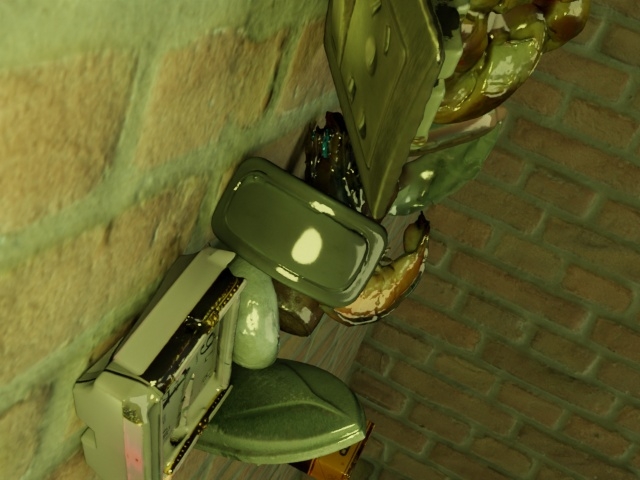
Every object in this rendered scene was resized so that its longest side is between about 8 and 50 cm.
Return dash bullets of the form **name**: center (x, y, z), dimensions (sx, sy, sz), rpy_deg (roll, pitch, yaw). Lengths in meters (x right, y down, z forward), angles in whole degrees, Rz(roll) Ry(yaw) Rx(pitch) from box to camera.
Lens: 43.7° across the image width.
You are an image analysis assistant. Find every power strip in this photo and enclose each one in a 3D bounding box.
- **power strip**: center (0.073, -0.189, 0.769), dimensions (0.257, 0.092, 0.251), rpy_deg (105, -30, -60)

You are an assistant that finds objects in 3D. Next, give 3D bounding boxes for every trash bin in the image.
- **trash bin**: center (-0.013, -0.011, 0.885), dimensions (0.101, 0.177, 0.236), rpy_deg (-62, 173, 5)

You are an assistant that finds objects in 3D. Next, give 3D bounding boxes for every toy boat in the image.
- **toy boat**: center (-0.060, 0.201, 0.927), dimensions (0.141, 0.092, 0.320), rpy_deg (-39, -159, -34)

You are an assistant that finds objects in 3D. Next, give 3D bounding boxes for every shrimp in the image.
- **shrimp**: center (0.067, -0.034, 1.076), dimensions (0.222, 0.054, 0.290), rpy_deg (-12, 97, -36)

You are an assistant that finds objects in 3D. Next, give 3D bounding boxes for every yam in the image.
- **yam**: center (0.001, 0.001, 1.140), dimensions (0.279, 0.131, 0.131), rpy_deg (-57, 168, -26)

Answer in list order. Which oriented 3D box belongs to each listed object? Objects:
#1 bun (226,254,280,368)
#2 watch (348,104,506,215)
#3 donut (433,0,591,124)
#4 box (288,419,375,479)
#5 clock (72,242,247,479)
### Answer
- **bun**: center (-0.092, 0.082, 0.925), dimensions (0.141, 0.083, 0.140), rpy_deg (175, -90, -78)
- **watch**: center (0.167, -0.149, 1.315), dimensions (0.241, 0.254, 0.161), rpy_deg (80, -7, -53)
- **donut**: center (0.223, -0.314, 1.044), dimensions (0.360, 0.170, 0.360), rpy_deg (-26, 157, -12)
- **box**: center (-0.024, 0.399, 1.658), dimensions (0.152, 0.237, 0.070), rpy_deg (-52, 161, -48)
- **clock**: center (-0.154, 0.138, 0.794), dimensions (0.186, 0.083, 0.253), rpy_deg (-55, 166, -39)
